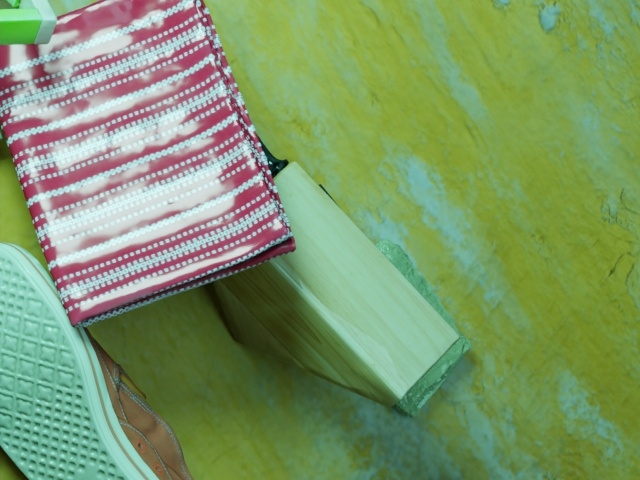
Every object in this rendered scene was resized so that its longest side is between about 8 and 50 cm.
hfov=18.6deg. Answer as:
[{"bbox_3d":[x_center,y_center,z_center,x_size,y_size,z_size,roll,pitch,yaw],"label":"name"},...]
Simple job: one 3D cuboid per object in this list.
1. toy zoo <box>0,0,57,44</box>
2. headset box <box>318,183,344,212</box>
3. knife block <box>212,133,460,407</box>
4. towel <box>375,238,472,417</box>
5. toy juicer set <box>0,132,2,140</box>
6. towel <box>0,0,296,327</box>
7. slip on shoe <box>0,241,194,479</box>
[{"bbox_3d":[-0.375,-0.222,1.536,0.293,0.030,0.192,-6,50,-33],"label":"toy zoo"},{"bbox_3d":[0.000,0.000,1.809,0.083,0.032,0.062,51,60,-15],"label":"headset box"},{"bbox_3d":[-0.031,-0.004,1.673,0.088,0.276,0.242,-44,136,-28],"label":"knife block"},{"bbox_3d":[0.072,0.084,1.847,0.110,0.027,0.148,-46,109,-28],"label":"towel"},{"bbox_3d":[-0.347,-0.095,1.542,0.209,0.089,0.329,55,49,-12],"label":"toy juicer set"},{"bbox_3d":[-0.155,-0.081,1.610,0.199,0.031,0.275,-20,67,-5],"label":"towel"},{"bbox_3d":[-0.197,0.146,1.629,0.331,0.123,0.101,57,24,-6],"label":"slip on shoe"}]
